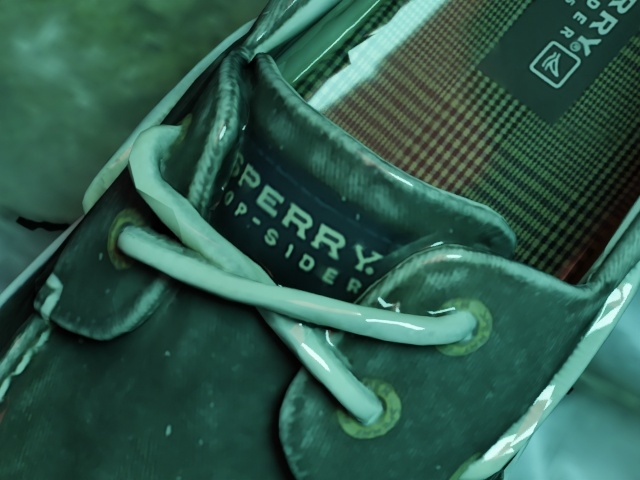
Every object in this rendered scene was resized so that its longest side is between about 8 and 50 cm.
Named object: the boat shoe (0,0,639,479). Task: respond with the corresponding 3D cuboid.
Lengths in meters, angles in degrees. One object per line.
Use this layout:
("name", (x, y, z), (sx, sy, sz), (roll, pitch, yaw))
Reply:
("boat shoe", (0.000, 0.000, 0.374), (0.121, 0.119, 0.335), (34, 74, 13))
